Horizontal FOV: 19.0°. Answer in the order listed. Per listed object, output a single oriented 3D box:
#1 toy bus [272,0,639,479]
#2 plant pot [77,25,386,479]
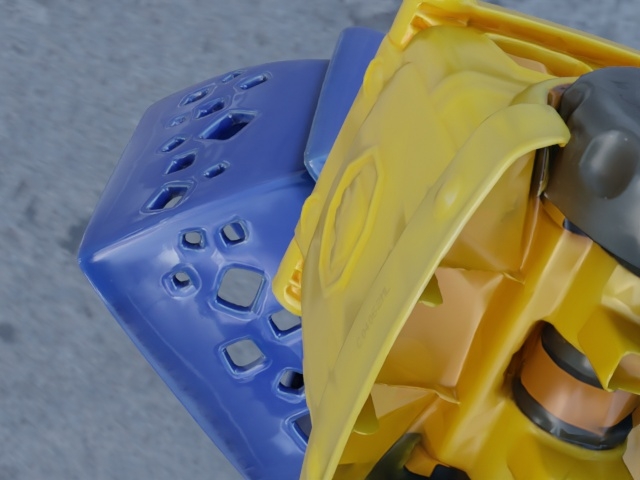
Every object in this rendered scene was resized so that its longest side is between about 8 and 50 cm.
[{"bbox_3d":[0.096,0.013,0.560,0.220,0.211,0.149,15,115,-20],"label":"toy bus"},{"bbox_3d":[0.000,0.000,1.339,0.212,0.236,0.236,-25,114,23],"label":"plant pot"}]
